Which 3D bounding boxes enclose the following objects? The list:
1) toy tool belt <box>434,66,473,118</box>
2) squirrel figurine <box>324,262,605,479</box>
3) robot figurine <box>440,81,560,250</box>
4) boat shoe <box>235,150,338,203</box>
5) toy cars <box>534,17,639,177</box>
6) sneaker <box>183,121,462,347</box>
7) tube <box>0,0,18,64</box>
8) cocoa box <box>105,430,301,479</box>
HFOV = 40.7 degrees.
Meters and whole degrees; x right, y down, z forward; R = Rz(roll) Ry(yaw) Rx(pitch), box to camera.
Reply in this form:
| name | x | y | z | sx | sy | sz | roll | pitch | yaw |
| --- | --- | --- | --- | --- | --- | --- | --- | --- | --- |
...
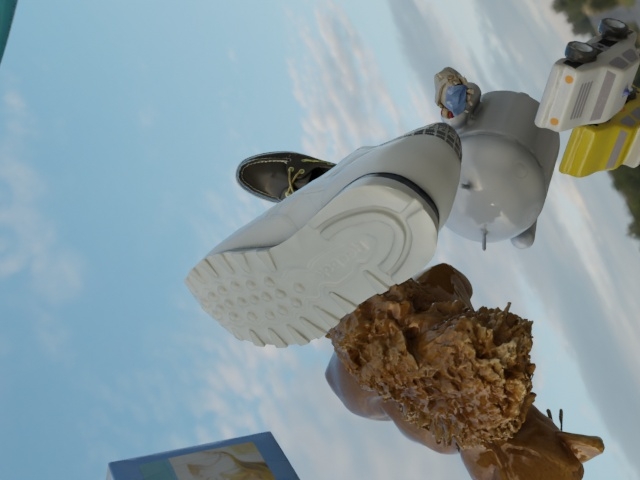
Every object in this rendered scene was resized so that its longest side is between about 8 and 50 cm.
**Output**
| name | x | y | z | sx | sy | sz | roll | pitch | yaw |
| --- | --- | --- | --- | --- | --- | --- | --- | --- | --- |
| toy tool belt | 0.185 | -0.195 | 1.182 | 0.051 | 0.052 | 0.083 | 33 | 151 | 38 |
| squirrel figurine | 0.193 | 0.223 | 1.192 | 0.370 | 0.281 | 0.397 | 49 | 179 | 27 |
| robot figurine | 0.304 | -0.129 | 1.503 | 0.300 | 0.200 | 0.353 | 55 | -143 | -17 |
| boat shoe | -0.014 | -0.085 | 1.262 | 0.068 | 0.228 | 0.081 | -85 | 3 | -84 |
| toy cars | 0.372 | -0.165 | 1.102 | 0.087 | 0.176 | 0.394 | 30 | -178 | 25 |
| sneaker | 0.000 | 0.000 | 0.580 | 0.090 | 0.235 | 0.094 | 46 | -135 | -21 |
| tube | -0.363 | -0.261 | 0.966 | 0.052 | 0.207 | 0.080 | 9 | -174 | -22 |
| cocoa box | -0.105 | 0.434 | 1.013 | 0.232 | 0.227 | 0.347 | -5 | -147 | -29 |
